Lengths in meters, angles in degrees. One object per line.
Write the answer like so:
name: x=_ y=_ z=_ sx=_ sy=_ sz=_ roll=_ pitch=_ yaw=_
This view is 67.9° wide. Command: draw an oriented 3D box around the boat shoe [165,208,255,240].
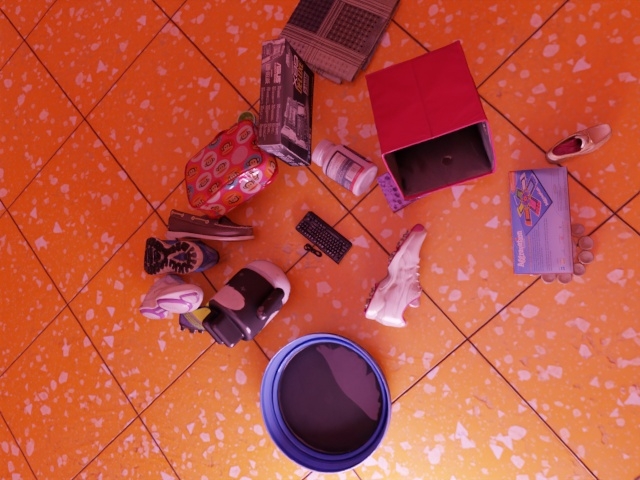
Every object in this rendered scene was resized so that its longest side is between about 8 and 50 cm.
boat shoe: x=-0.359 y=-0.049 z=1.539 sx=0.325 sy=0.117 sz=0.096 roll=4 pitch=89 yaw=24

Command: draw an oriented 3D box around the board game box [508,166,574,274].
board game box: x=0.581 y=-0.051 z=1.258 sx=0.145 sy=0.027 sz=0.280 roll=-2 pitch=83 yaw=17

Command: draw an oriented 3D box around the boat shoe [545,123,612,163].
boat shoe: x=0.678 y=-0.254 z=1.240 sx=0.170 sy=0.059 sz=0.062 roll=-29 pitch=77 yaw=14

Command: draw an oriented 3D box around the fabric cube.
fabric cube: x=0.288 y=-0.301 z=1.243 sx=0.259 sy=0.254 sz=0.257 roll=-16 pitch=62 yaw=17

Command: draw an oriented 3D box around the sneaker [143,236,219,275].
sneaker: x=-0.459 y=0.058 z=1.558 sx=0.330 sy=0.147 sz=0.129 roll=5 pitch=89 yaw=38

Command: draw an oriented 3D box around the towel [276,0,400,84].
towel: x=0.051 y=-0.675 z=1.502 sx=0.324 sy=0.056 sz=0.312 roll=32 pitch=92 yaw=21

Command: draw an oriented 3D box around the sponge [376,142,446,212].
sponge: x=0.279 y=-0.180 z=1.381 sx=0.210 sy=0.031 sz=0.117 roll=-28 pitch=77 yaw=13

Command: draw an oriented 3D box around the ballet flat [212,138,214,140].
ballet flat: x=-0.334 y=-0.290 z=1.593 sx=0.041 sy=0.041 sz=0.114 roll=-41 pitch=73 yaw=11

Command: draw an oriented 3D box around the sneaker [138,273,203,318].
sneaker: x=-0.474 y=0.158 z=1.514 sx=0.305 sy=0.114 sz=0.152 roll=-16 pitch=49 yaw=40

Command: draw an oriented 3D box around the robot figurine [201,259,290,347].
robot figurine: x=-0.211 y=0.184 z=1.399 sx=0.209 sy=0.173 sz=0.278 roll=30 pitch=58 yaw=22

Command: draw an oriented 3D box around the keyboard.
keyboard: x=0.000 y=0.000 z=1.462 sx=0.180 sy=0.023 sz=0.108 roll=39 pitch=98 yaw=18

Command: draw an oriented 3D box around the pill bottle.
pill bottle: x=0.068 y=-0.223 z=1.415 sx=0.180 sy=0.108 sz=0.107 roll=37 pitch=97 yaw=18

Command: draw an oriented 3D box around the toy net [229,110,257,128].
toy net: x=-0.226 y=-0.303 z=1.553 sx=0.122 sy=0.045 sz=0.232 roll=-28 pitch=77 yaw=14

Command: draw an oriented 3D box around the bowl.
bowl: x=0.015 y=0.463 z=1.384 sx=0.392 sy=0.077 sz=0.390 roll=-2 pitch=84 yaw=18

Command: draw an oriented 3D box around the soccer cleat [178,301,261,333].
soccer cleat: x=-0.321 y=0.245 z=1.509 sx=0.290 sy=0.093 sz=0.121 roll=5 pitch=82 yaw=19

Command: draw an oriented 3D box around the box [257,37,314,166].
box: x=-0.098 y=-0.398 z=1.417 sx=0.077 sy=0.242 sz=0.307 roll=0 pitch=84 yaw=19

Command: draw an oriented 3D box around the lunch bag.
lunch bag: x=-0.286 y=-0.233 z=1.469 sx=0.293 sy=0.120 sz=0.258 roll=-30 pitch=57 yaw=17

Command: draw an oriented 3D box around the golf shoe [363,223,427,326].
golf shoe: x=0.239 y=0.104 z=1.337 sx=0.140 sy=0.115 sz=0.306 roll=28 pitch=100 yaw=8

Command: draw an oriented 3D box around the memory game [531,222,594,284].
memory game: x=0.622 y=0.024 z=1.258 sx=0.186 sy=0.012 sz=0.186 roll=-2 pitch=84 yaw=19
